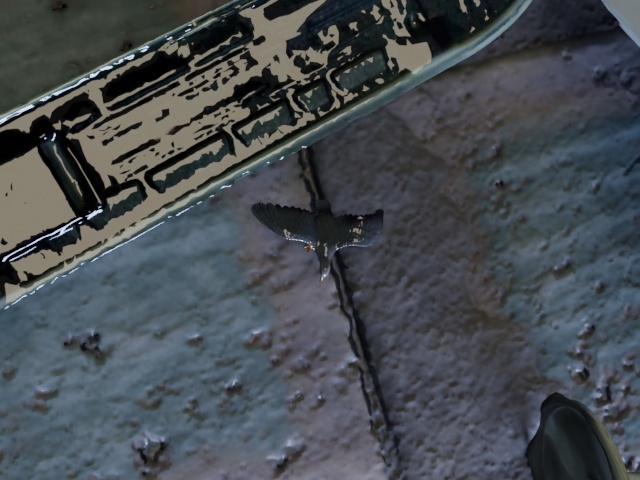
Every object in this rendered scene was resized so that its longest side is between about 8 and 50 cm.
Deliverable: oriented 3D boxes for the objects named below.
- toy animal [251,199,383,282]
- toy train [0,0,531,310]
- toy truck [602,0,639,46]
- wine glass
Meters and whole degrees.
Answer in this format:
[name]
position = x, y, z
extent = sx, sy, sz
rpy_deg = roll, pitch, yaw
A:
[toy animal]
position = 0.000, 0.000, 0.487
extent = 0.084, 0.028, 0.050
rpy_deg = 1, 90, -15
[toy train]
position = -0.061, -0.071, 0.442
extent = 0.407, 0.088, 0.086
rpy_deg = -29, 99, -10
[toy truck]
position = 0.305, -0.079, 0.408
extent = 0.173, 0.207, 0.387
rpy_deg = -4, 55, -50
[wine glass]
position = 0.258, 0.138, 0.490
extent = 0.232, 0.156, 0.156
rpy_deg = -6, 93, -9
